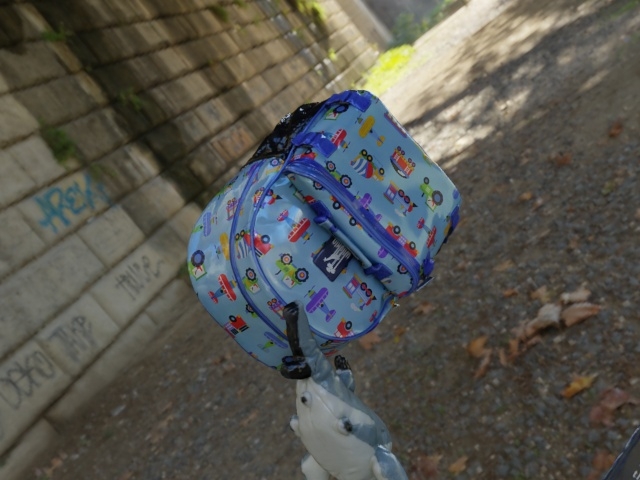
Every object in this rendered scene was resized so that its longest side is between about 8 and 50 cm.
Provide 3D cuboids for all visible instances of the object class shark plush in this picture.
[{"bbox_3d":[0.004,0.106,0.492,0.073,0.161,0.067,-19,29,33],"label":"shark plush"}]

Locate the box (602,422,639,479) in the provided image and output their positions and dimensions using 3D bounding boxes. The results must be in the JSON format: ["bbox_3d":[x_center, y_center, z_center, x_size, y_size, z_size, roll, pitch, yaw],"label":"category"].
[{"bbox_3d":[0.344,0.366,0.732,0.395,0.212,0.293,-58,-33,4],"label":"box"}]

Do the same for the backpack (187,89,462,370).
[{"bbox_3d":[0.000,0.000,0.533,0.117,0.158,0.173,-20,26,52],"label":"backpack"}]
